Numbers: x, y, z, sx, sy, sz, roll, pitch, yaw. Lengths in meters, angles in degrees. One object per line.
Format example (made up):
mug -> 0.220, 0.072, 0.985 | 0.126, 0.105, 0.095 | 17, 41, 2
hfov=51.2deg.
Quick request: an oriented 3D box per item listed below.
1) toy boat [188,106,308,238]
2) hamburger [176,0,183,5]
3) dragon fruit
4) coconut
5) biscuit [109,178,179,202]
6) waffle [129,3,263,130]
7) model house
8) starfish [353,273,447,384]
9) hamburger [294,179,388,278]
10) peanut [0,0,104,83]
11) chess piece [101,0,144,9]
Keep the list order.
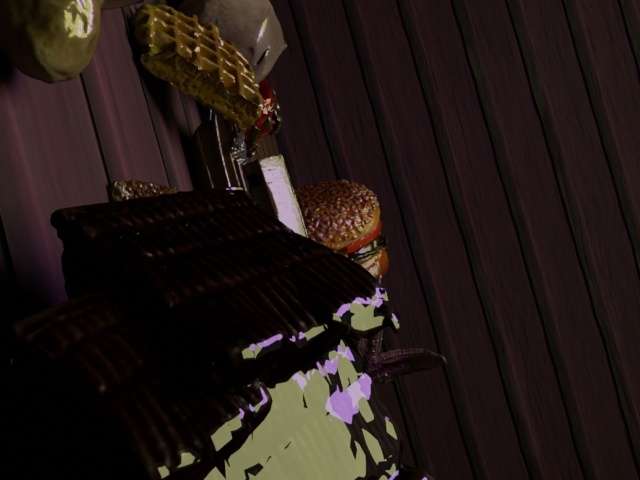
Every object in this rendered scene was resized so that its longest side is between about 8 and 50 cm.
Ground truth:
toy boat -> -0.108, -0.019, 1.166 | 0.136, 0.162, 0.446 | 77, -2, -89
hamburger -> -0.229, -0.509, 1.414 | 0.182, 0.117, 0.191 | 37, -28, 52
dragon fruit -> -0.168, -0.266, 1.431 | 0.160, 0.172, 0.166 | 40, 44, -1
coconut -> -0.168, -0.381, 1.274 | 0.224, 0.224, 0.224 | -15, 90, -87
biscuit -> -0.192, -0.007, 0.815 | 0.237, 0.026, 0.131 | -52, 125, -88
waffle -> -0.200, -0.303, 1.068 | 0.229, 0.057, 0.219 | 30, 29, -32
model house -> -0.109, 0.109, 0.451 | 0.317, 0.297, 0.283 | -20, 85, -50
starfish -> 0.087, 0.308, 1.551 | 0.384, 0.397, 0.132 | 61, 9, -30
hamburger -> 0.000, 0.000, 1.608 | 0.330, 0.329, 0.250 | -95, 172, -75
peanut -> -0.230, -0.225, 0.572 | 0.103, 0.098, 0.230 | 38, 29, -36
chess piece -> -0.269, -0.378, 0.811 | 0.094, 0.094, 0.171 | -84, 151, -83
